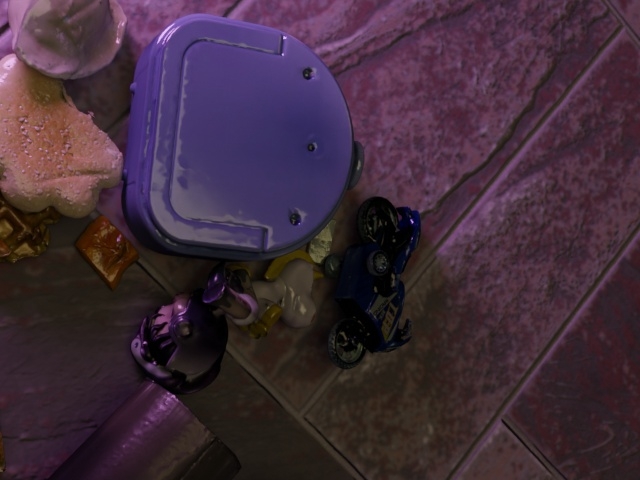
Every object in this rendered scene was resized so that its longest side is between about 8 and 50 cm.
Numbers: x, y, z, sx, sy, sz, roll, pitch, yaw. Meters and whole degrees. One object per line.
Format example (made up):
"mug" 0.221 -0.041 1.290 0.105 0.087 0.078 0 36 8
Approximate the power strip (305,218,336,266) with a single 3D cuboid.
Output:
"power strip" 0.000 0.000 1.828 0.040 0.016 0.090 15 82 -19

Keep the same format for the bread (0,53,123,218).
"bread" -0.409 -0.140 1.567 0.251 0.039 0.182 50 61 -12

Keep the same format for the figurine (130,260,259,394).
"figurine" -0.188 0.142 1.661 0.222 0.145 0.145 -39 106 19

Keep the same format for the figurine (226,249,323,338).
"figurine" -0.063 0.084 1.758 0.178 0.109 0.130 -12 80 -31

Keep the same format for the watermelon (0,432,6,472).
"watermelon" -0.505 0.242 1.551 0.075 0.092 0.182 -11 100 -11

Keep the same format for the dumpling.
"dumpling" -0.373 -0.335 1.613 0.179 0.131 0.252 37 40 -35

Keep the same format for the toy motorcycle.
"toy motorcycle" 0.098 0.078 1.818 0.169 0.113 0.315 31 66 -37

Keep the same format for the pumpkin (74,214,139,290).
"pumpkin" -0.327 0.019 1.671 0.073 0.035 0.101 -46 107 -17

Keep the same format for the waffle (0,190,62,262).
"waffle" -0.510 -0.121 1.579 0.302 0.068 0.325 3 87 -24

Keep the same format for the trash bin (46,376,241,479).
"trash bin" -0.278 0.371 1.548 0.301 0.252 0.203 -47 107 -22

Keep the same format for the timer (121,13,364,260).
"timer" -0.116 -0.145 1.699 0.394 0.173 0.395 2 85 -23
